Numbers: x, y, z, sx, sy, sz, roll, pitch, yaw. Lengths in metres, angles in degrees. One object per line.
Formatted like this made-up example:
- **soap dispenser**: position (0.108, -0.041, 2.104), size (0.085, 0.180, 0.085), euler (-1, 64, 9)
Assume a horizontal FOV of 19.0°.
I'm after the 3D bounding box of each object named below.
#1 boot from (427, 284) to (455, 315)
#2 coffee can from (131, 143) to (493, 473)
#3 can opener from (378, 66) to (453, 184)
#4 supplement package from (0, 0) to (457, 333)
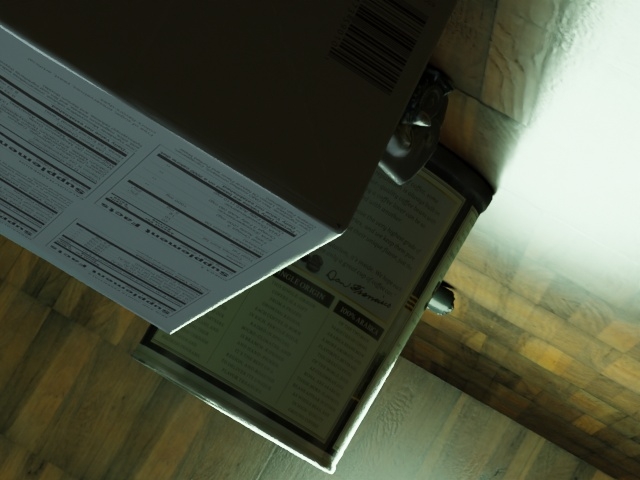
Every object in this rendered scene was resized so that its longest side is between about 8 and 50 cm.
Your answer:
- **boot**: position (0.119, 0.056, 2.286), size (0.099, 0.045, 0.121), euler (35, 179, -20)
- **coffee can**: position (-0.007, 0.030, 1.629), size (0.201, 0.275, 0.201), euler (30, 173, 4)
- **can opener**: position (0.002, -0.128, 1.274), size (0.095, 0.076, 0.283), euler (24, 170, 37)
- **supplement package**: position (-0.078, -0.103, 1.000), size (0.198, 0.199, 0.262), euler (32, 157, -13)
